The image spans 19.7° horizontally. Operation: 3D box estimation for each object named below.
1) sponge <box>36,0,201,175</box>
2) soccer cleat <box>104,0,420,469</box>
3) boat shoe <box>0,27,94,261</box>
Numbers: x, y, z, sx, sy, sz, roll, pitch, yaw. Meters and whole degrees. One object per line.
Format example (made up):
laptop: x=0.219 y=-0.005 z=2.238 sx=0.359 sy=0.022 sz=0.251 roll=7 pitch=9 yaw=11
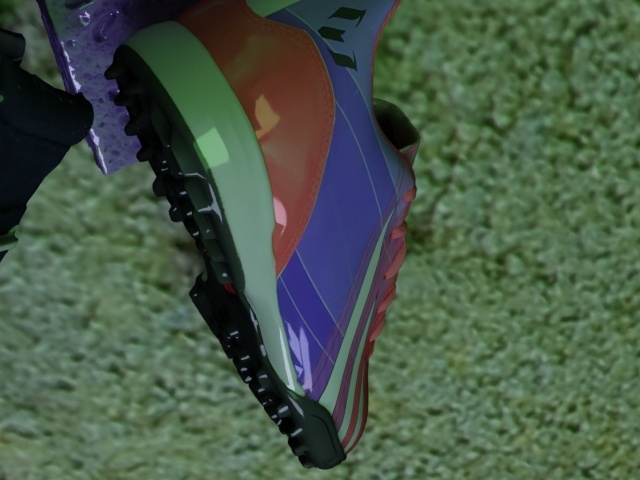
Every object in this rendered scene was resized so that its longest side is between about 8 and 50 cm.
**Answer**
sponge: x=-0.066 y=-0.131 z=0.750 sx=0.117 sy=0.031 sz=0.210 roll=-25 pitch=135 yaw=-11
soccer cleat: x=0.000 y=0.000 z=0.825 sx=0.116 sy=0.108 sz=0.318 roll=-31 pitch=147 yaw=-11
boat shoe: x=-0.225 y=-0.044 z=0.644 sx=0.158 sy=0.127 sz=0.340 roll=-55 pitch=153 yaw=10
